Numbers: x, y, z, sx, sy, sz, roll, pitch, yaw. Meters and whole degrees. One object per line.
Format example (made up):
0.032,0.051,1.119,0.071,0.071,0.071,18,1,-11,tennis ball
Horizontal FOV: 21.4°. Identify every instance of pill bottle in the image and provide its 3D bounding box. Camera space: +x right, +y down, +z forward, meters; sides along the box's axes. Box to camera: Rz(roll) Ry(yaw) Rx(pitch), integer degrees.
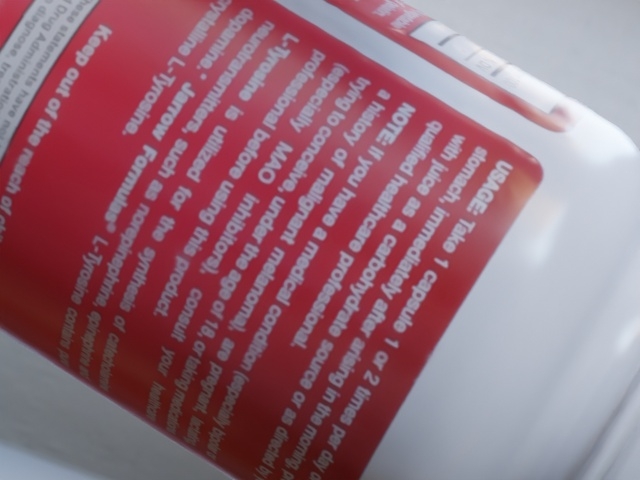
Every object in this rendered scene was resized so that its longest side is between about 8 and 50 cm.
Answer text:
0.000,0.000,0.779,0.229,0.408,0.229,-57,172,-13,pill bottle
